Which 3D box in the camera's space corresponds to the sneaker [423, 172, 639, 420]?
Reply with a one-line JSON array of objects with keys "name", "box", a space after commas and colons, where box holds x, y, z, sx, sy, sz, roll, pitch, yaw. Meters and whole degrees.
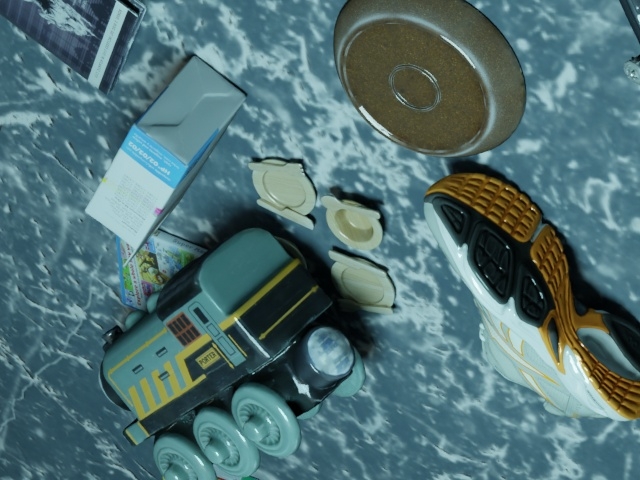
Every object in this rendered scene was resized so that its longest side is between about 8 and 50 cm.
[{"name": "sneaker", "box": [0.159, 0.060, 1.537, 0.262, 0.099, 0.121, 49, 144, -14]}]

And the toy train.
[{"name": "toy train", "box": [-0.094, 0.119, 1.736, 0.190, 0.142, 0.334, 52, 144, -2]}]

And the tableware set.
[{"name": "tableware set", "box": [0.000, 0.000, 1.652, 0.141, 0.020, 0.169, 18, 139, 22]}]

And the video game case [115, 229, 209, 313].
[{"name": "video game case", "box": [-0.123, 0.048, 1.798, 0.166, 0.015, 0.119, 21, 140, 18]}]

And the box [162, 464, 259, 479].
[{"name": "box", "box": [-0.111, 0.317, 2.043, 0.105, 0.043, 0.179, 18, 136, 22]}]

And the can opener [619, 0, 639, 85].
[{"name": "can opener", "box": [0.225, -0.174, 1.290, 0.186, 0.073, 0.059, 57, 176, -20]}]

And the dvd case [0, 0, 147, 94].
[{"name": "dvd case", "box": [-0.253, -0.228, 1.586, 0.221, 0.018, 0.164, 38, 155, 0]}]

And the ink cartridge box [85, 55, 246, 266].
[{"name": "ink cartridge box", "box": [-0.143, -0.066, 1.624, 0.061, 0.104, 0.181, 37, 141, 0]}]

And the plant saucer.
[{"name": "plant saucer", "box": [0.079, -0.127, 1.458, 0.168, 0.029, 0.168, 21, 140, 18]}]
